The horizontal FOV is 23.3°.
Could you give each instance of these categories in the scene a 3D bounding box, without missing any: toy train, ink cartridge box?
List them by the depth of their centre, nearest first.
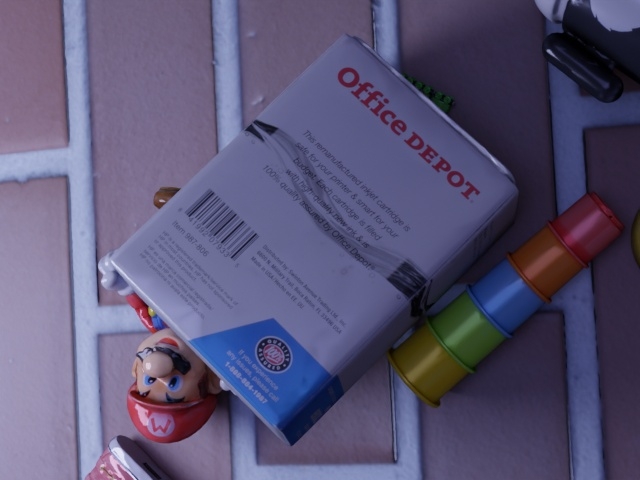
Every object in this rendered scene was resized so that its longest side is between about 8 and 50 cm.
[{"bbox_3d":[0.000,0.000,1.833,0.395,0.166,0.285,-44,76,-7],"label":"ink cartridge box"},{"bbox_3d":[0.129,-0.184,1.936,0.083,0.017,0.024,28,108,19],"label":"toy train"}]

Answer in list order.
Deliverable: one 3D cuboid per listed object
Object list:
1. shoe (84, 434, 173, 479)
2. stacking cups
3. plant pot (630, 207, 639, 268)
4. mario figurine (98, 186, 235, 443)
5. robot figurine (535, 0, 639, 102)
[{"bbox_3d":[-0.230,0.341,2.019,0.178,0.063,0.081,43,103,22],"label":"shoe"},{"bbox_3d":[0.220,0.062,1.850,0.316,0.096,0.096,-44,75,13],"label":"stacking cups"},{"bbox_3d":[0.417,-0.004,1.782,0.134,0.095,0.134,-1,88,19],"label":"plant pot"},{"bbox_3d":[-0.175,0.094,1.947,0.198,0.170,0.321,0,78,53],"label":"mario figurine"},{"bbox_3d":[0.372,-0.276,1.768,0.278,0.209,0.174,38,140,17],"label":"robot figurine"}]
